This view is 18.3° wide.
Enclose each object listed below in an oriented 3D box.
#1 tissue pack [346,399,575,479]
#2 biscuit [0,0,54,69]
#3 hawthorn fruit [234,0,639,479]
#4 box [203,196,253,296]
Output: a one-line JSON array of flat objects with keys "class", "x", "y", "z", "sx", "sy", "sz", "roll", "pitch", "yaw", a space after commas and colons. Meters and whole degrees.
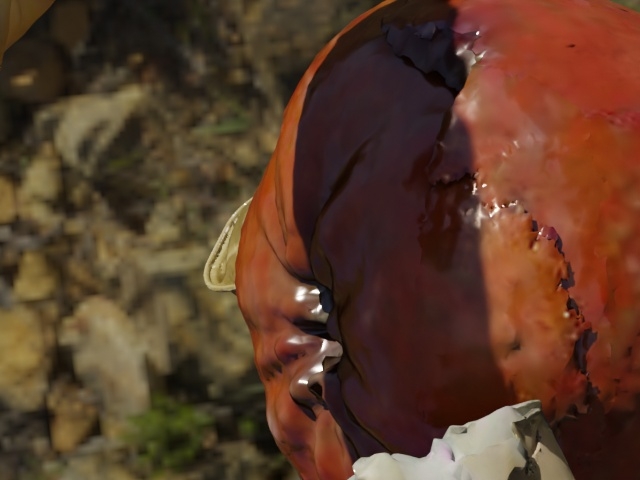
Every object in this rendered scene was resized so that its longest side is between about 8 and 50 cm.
[{"class": "tissue pack", "x": 0.030, "y": 0.209, "z": 0.612, "sx": 0.215, "sy": 0.123, "sz": 0.256, "roll": -40, "pitch": 65, "yaw": 46}, {"class": "biscuit", "x": -0.124, "y": -0.204, "z": 0.611, "sx": 0.204, "sy": 0.040, "sz": 0.309, "roll": -54, "pitch": -43, "yaw": -53}, {"class": "hawthorn fruit", "x": 0.125, "y": 0.026, "z": 0.848, "sx": 0.276, "sy": 0.307, "sz": 0.276, "roll": -177, "pitch": 90, "yaw": -76}, {"class": "box", "x": 0.000, "y": 0.000, "z": 1.436, "sx": 0.177, "sy": 0.111, "sz": 0.111, "roll": -10, "pitch": 86, "yaw": 35}]
